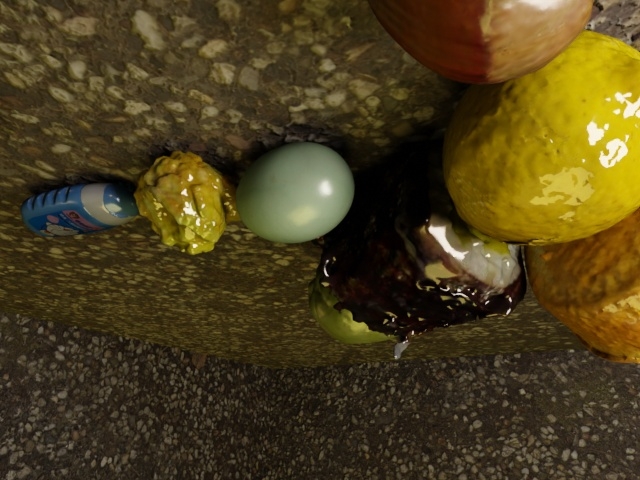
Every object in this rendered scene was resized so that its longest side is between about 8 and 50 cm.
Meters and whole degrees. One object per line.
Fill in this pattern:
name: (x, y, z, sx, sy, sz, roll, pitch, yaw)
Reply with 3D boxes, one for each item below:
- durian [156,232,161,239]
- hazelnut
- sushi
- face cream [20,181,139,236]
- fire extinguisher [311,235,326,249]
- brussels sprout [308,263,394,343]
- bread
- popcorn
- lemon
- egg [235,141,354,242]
durian: (-0.335, -0.027, 1.082, 0.091, 0.080, 0.080, 42, 168, 22)
hazelnut: (0.138, -0.230, 0.429, 0.210, 0.186, 0.210, -12, 167, -3)
sushi: (0.179, 0.017, 0.847, 0.299, 0.281, 0.294, 41, 136, -16)
face cream: (-0.497, -0.065, 1.007, 0.264, 0.083, 0.149, -8, 158, 23)
fire extinguisher: (0.000, 0.000, 1.180, 0.049, 0.035, 0.173, 35, 171, 27)
brussels sprout: (0.106, 0.127, 1.183, 0.274, 0.242, 0.317, -21, -164, -27)
bread: (0.476, -0.009, 0.729, 0.204, 0.358, 0.337, 29, 143, -17)
popcorn: (-0.241, -0.074, 0.878, 0.198, 0.155, 0.197, 20, 142, 16)
lemon: (0.280, -0.116, 0.601, 0.254, 0.253, 0.310, 5, 160, -6)
egg: (-0.047, -0.079, 0.817, 0.231, 0.167, 0.168, -15, 151, 39)
